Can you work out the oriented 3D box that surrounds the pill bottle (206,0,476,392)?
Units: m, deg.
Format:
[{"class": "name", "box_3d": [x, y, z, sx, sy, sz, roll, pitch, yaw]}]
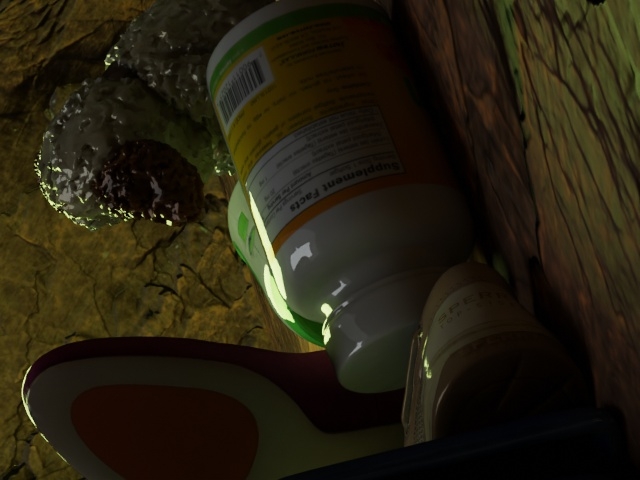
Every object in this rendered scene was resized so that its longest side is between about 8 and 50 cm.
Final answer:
[{"class": "pill bottle", "box_3d": [0.021, -0.031, 1.052, 0.136, 0.136, 0.246, 86, 165, -62]}]

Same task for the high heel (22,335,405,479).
[{"class": "high heel", "box_3d": [-0.036, 0.112, 1.082, 0.127, 0.377, 0.181, -58, 31, 16]}]

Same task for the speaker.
[{"class": "speaker", "box_3d": [0.000, 0.000, 1.297, 0.296, 0.131, 0.131, -133, 27, -75]}]

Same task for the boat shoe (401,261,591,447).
[{"class": "boat shoe", "box_3d": [0.107, 0.171, 0.986, 0.110, 0.121, 0.341, -109, 16, -55]}]

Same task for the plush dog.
[{"class": "plush dog", "box_3d": [-0.124, -0.101, 1.247, 0.211, 0.225, 0.262, 50, 160, -19]}]

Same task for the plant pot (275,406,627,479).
[{"class": "plant pot", "box_3d": [0.084, 0.232, 0.824, 0.212, 0.235, 0.236, -107, 4, -55]}]
